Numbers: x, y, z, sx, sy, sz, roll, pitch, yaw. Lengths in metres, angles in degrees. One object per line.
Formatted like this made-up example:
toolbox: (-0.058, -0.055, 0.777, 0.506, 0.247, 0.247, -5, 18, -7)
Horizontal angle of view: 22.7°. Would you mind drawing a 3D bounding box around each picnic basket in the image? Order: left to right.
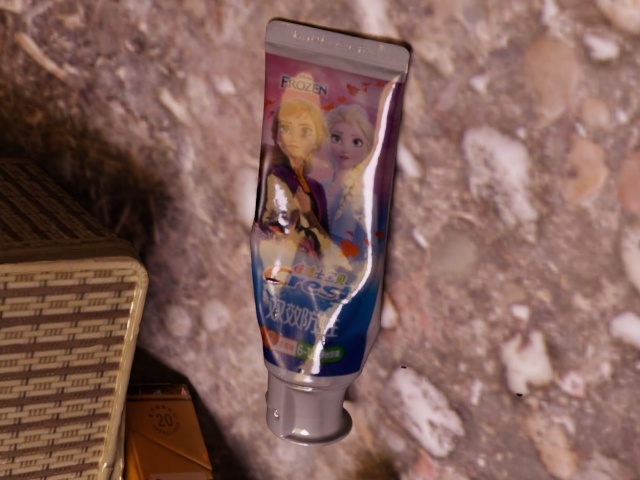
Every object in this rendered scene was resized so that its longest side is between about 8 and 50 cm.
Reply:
picnic basket: (-0.257, 0.121, 1.023, 0.175, 0.228, 0.313, 38, 122, 45)

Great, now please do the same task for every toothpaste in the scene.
toothpaste: (0.000, 0.000, 0.985, 0.096, 0.061, 0.266, 15, 116, 23)

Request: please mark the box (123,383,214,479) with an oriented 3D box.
box: (-0.123, 0.235, 1.090, 0.152, 0.070, 0.237, -46, 50, 40)
